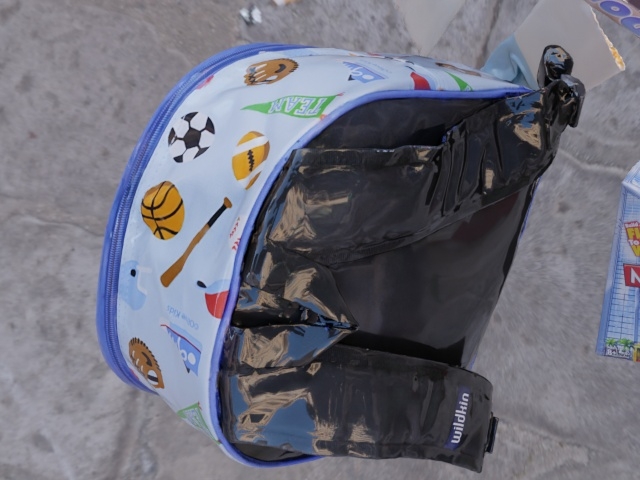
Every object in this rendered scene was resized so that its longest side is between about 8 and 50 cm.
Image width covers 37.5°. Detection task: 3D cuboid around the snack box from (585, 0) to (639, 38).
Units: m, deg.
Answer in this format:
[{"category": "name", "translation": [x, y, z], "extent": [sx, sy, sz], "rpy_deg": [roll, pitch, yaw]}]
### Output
[{"category": "snack box", "translation": [0.122, -0.137, 0.404], "extent": [0.178, 0.022, 0.064], "rpy_deg": [26, 81, -22]}]

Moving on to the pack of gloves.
[{"category": "pack of gloves", "translation": [0.149, -0.183, 0.757], "extent": [0.046, 0.232, 0.195], "rpy_deg": [-24, 84, -20]}]

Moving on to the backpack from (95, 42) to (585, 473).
[{"category": "backpack", "translation": [0.000, 0.000, 0.552], "extent": [0.213, 0.263, 0.276], "rpy_deg": [18, 103, 31]}]

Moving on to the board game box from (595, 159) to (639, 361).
[{"category": "board game box", "translation": [0.339, 0.023, 0.847], "extent": [0.194, 0.060, 0.194], "rpy_deg": [5, 123, 37]}]
